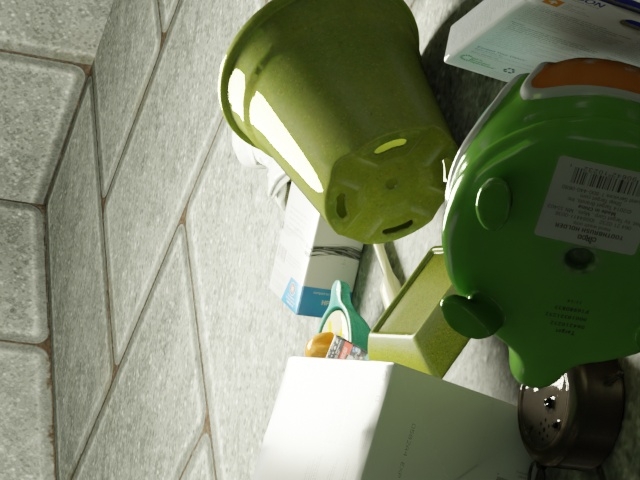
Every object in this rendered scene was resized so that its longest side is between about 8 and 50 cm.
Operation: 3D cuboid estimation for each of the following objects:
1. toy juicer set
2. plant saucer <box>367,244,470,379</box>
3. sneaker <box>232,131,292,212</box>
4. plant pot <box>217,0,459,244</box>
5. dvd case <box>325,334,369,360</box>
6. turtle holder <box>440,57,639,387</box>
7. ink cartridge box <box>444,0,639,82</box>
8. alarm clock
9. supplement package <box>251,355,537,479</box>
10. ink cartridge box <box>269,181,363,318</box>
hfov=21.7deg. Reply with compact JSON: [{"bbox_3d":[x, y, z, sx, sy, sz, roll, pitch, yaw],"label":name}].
[{"bbox_3d":[0.034,0.159,2.151,0.209,0.090,0.329,-131,53,-65],"label":"toy juicer set"},{"bbox_3d":[0.130,0.068,1.862,0.188,0.045,0.188,-53,15,-15],"label":"plant saucer"},{"bbox_3d":[-0.065,-0.117,2.508,0.292,0.108,0.169,147,132,-62],"label":"sneaker"},{"bbox_3d":[0.044,-0.142,2.051,0.254,0.276,0.276,60,139,43],"label":"plant pot"},{"bbox_3d":[0.042,0.178,2.081,0.119,0.013,0.087,26,97,48],"label":"dvd case"},{"bbox_3d":[0.237,-0.013,1.460,0.227,0.243,0.320,-78,-29,-48],"label":"turtle holder"},{"bbox_3d":[0.256,-0.180,1.492,0.224,0.223,0.045,153,129,-65],"label":"ink cartridge box"},{"bbox_3d":[0.236,0.176,1.645,0.129,0.064,0.192,-115,35,-56],"label":"alarm clock"},{"bbox_3d":[0.074,0.247,1.782,0.263,0.198,0.199,-4,67,65],"label":"supplement package"},{"bbox_3d":[0.000,0.000,2.319,0.139,0.082,0.190,-140,62,-66],"label":"ink cartridge box"}]
